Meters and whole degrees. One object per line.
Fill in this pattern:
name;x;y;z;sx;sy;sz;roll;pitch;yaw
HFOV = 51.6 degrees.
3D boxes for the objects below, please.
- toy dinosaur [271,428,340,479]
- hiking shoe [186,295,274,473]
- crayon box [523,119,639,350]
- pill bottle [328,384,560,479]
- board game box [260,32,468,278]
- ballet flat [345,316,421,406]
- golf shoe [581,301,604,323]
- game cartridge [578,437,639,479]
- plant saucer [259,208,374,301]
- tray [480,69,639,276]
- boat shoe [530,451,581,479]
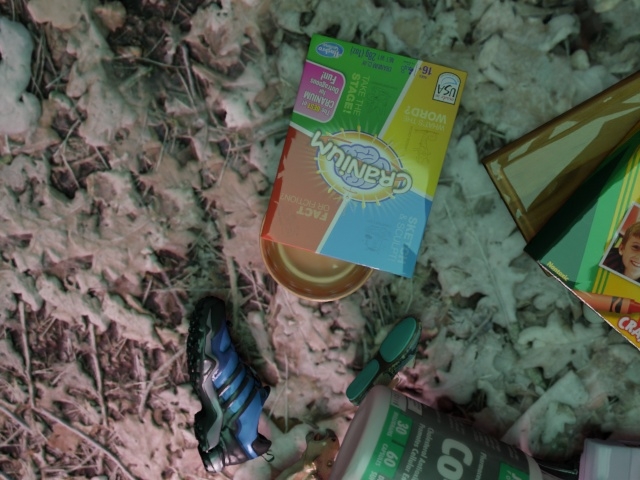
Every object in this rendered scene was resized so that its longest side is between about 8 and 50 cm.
toy dinosaur;-0.048;0.495;1.171;0.200;0.127;0.296;1;113;-10
hiking shoe;-0.156;0.240;1.145;0.131;0.113;0.304;-6;99;-21
crayon box;0.528;0.020;0.912;0.363;0.106;0.313;40;100;-3
pill bottle;0.206;0.385;1.011;0.360;0.204;0.204;25;104;1
board game box;0.065;-0.126;1.011;0.242;0.064;0.317;14;93;3
ballet flat;0.120;0.208;1.118;0.070;0.070;0.188;39;106;-3
golf shoe;0.483;0.063;1.024;0.067;0.086;0.186;41;105;-5
game cartridge;0.559;0.427;1.056;0.293;0.060;0.196;5;92;-3
plant saucer;0.000;0.000;1.090;0.199;0.037;0.200;1;103;6
tray;0.474;-0.133;0.986;0.410;0.076;0.203;-30;98;13
boat shoe;0.452;0.394;1.111;0.228;0.080;0.076;18;87;6
